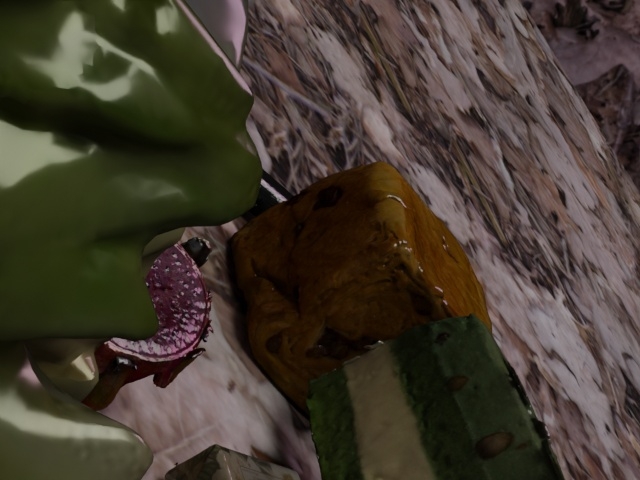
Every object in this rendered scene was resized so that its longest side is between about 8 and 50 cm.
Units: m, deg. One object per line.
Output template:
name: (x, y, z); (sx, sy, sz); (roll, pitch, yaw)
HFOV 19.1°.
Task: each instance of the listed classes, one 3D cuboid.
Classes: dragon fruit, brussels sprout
dragon fruit: (-0.124, 0.040, 1.104); (0.112, 0.068, 0.126); (31, 42, -21)
brussels sprout: (-0.219, -0.094, 0.693); (0.361, 0.342, 0.425); (18, 30, -19)

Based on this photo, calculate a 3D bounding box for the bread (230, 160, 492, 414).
bread: (0.031, 0.044, 1.365); (0.158, 0.149, 0.143); (52, 20, -33)

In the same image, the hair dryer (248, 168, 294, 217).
hair dryer: (0.000, 0.001, 1.492); (0.248, 0.070, 0.114); (38, 20, -20)

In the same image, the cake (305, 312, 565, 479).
cake: (0.089, 0.197, 1.214); (0.283, 0.158, 0.172); (-106, 174, -57)

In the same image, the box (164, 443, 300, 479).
box: (-0.045, 0.161, 1.127); (0.098, 0.045, 0.062); (27, 36, -58)
